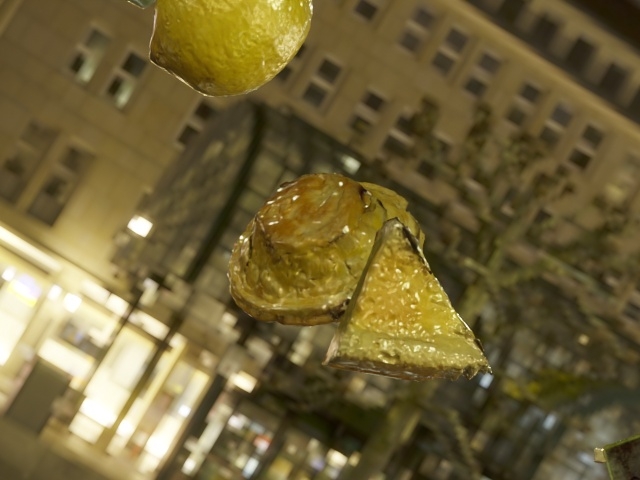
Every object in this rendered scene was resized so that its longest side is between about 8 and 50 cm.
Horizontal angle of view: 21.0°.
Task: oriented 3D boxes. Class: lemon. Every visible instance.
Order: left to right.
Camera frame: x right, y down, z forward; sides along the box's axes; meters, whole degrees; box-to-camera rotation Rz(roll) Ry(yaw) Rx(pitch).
[{"bbox_3d":[-0.104,-0.263,2.059,0.180,0.193,0.180,35,-19,14],"label":"lemon"}]

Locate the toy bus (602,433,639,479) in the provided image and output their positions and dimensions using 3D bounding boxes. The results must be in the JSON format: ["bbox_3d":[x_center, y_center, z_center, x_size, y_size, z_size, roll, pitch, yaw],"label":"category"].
[{"bbox_3d":[0.424,0.191,1.606,0.302,0.113,0.139,-23,-19,31],"label":"toy bus"}]

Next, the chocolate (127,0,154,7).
[{"bbox_3d":[-0.320,-0.374,2.115,0.291,0.110,0.110,28,-5,-33],"label":"chocolate"}]

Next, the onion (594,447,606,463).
[{"bbox_3d":[0.377,0.329,1.846,0.207,0.200,0.200,10,-7,-1],"label":"onion"}]

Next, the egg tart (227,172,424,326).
[{"bbox_3d":[0.000,0.000,1.994,0.241,0.241,0.106,24,-36,41],"label":"egg tart"}]

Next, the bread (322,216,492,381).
[{"bbox_3d":[0.099,0.063,1.812,0.169,0.160,0.140,8,-10,-5],"label":"bread"}]
